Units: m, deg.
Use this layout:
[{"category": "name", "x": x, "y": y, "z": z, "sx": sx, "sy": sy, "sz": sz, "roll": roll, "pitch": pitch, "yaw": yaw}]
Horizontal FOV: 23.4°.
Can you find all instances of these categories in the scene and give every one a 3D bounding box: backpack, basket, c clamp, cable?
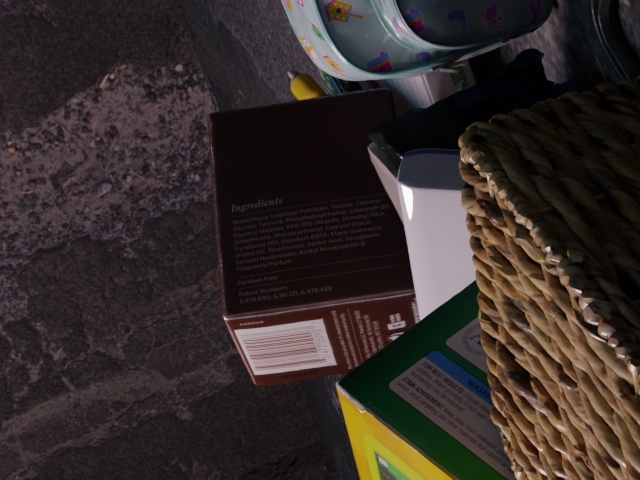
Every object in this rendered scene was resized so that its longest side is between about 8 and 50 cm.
[{"category": "backpack", "x": 0.067, "y": -0.203, "z": 1.145, "sx": 0.144, "sy": 0.188, "sz": 0.165, "roll": -140, "pitch": 30, "yaw": -73}, {"category": "basket", "x": 0.217, "y": 0.069, "z": 0.772, "sx": 0.299, "sy": 0.214, "sz": 0.223, "roll": -118, "pitch": 15, "yaw": -57}, {"category": "c clamp", "x": 0.210, "y": -0.133, "z": 1.011, "sx": 0.160, "sy": 0.022, "sz": 0.137, "roll": 78, "pitch": 172, "yaw": -55}, {"category": "cable", "x": 0.032, "y": -0.127, "z": 1.943, "sx": 0.139, "sy": 0.072, "sz": 0.287, "roll": 66, "pitch": 173, "yaw": -25}]

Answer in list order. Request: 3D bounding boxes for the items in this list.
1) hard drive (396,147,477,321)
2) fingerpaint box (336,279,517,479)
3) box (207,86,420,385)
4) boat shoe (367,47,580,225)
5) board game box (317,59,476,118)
[{"category": "hard drive", "x": 0.178, "y": 0.065, "z": 1.111, "sx": 0.318, "sy": 0.210, "sz": 0.040, "roll": 77, "pitch": -158, "yaw": -45}, {"category": "fingerpaint box", "x": 0.236, "y": 0.278, "z": 0.991, "sx": 0.445, "sy": 0.163, "sz": 0.371, "roll": 35, "pitch": 150, "yaw": 41}, {"category": "box", "x": 0.000, "y": 0.000, "z": 1.378, "sx": 0.168, "sy": 0.167, "sz": 0.203, "roll": 73, "pitch": -170, "yaw": -64}, {"category": "boat shoe", "x": 0.163, "y": 0.004, "z": 1.219, "sx": 0.127, "sy": 0.158, "sz": 0.340, "roll": 53, "pitch": 172, "yaw": 41}, {"category": "board game box", "x": 0.061, "y": -0.160, "z": 1.394, "sx": 0.193, "sy": 0.053, "sz": 0.305, "roll": 38, "pitch": 164, "yaw": 38}]
